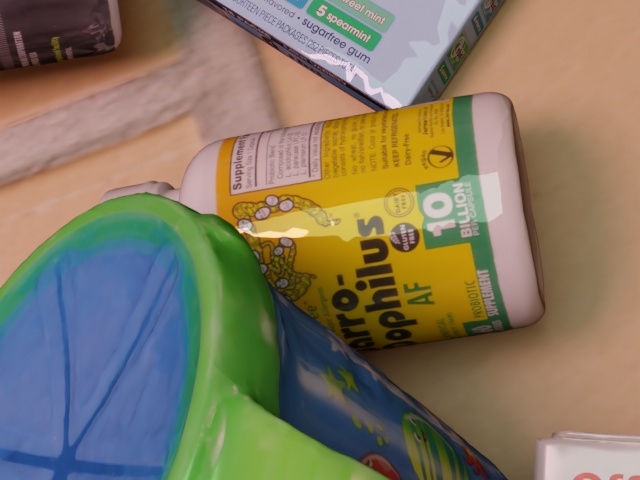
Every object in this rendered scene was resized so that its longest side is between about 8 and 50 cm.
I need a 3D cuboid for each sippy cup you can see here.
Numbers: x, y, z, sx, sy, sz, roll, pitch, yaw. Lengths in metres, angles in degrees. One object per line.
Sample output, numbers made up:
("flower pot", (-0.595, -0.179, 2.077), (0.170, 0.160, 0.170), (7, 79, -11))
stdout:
("sippy cup", (-0.036, 0.131, 0.684), (0.240, 0.224, 0.305), (-51, 33, 13))

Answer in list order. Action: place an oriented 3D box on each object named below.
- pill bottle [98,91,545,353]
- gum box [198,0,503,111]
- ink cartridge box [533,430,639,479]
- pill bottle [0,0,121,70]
("pill bottle", (0.000, 0.000, 0.781), (0.208, 0.117, 0.118), (-9, 76, 10))
("gum box", (0.035, -0.176, 0.851), (0.157, 0.041, 0.184), (33, 88, 17))
("ink cartridge box", (0.171, 0.197, 0.716), (0.153, 0.087, 0.208), (3, 80, 13))
("pill bottle", (-0.235, -0.144, 0.826), (0.245, 0.130, 0.130), (-10, 76, -7))
